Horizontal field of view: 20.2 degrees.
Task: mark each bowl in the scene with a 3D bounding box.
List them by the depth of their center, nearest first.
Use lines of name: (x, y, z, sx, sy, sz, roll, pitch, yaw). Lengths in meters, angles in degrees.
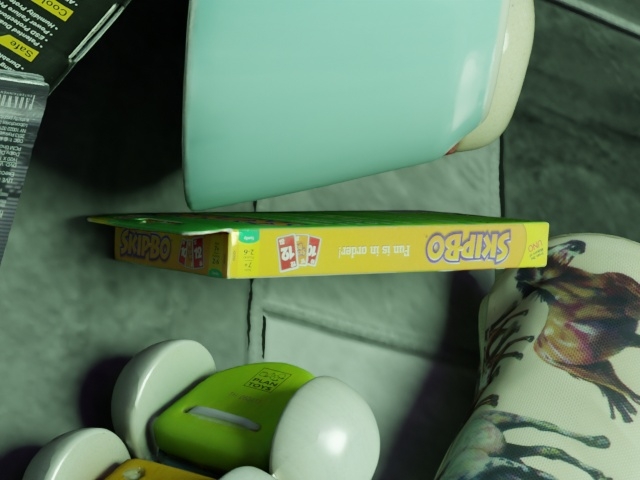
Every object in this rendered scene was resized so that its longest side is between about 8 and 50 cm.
bowl: (0.022, -0.162, 1.008, 0.163, 0.311, 0.311, 6, 63, 0)

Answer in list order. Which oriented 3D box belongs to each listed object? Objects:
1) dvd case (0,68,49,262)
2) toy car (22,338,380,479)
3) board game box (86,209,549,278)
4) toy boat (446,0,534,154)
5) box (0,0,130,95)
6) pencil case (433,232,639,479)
dvd case: (-0.235, 0.013, 0.869, 0.164, 0.221, 0.018, 5, 23, -34)
toy car: (-0.057, 0.147, 0.972, 0.182, 0.159, 0.136, -47, 134, -40)
board game box: (0.000, 0.000, 1.073, 0.259, 0.124, 0.039, 2, 93, -36)
toy boat: (0.053, -0.167, 1.198, 0.151, 0.151, 0.231, -7, 71, -6)
box: (-0.261, -0.168, 0.869, 0.322, 0.257, 0.079, 31, 41, -21)
pencil case: (0.121, 0.183, 1.055, 0.183, 0.160, 0.410, 21, 54, 7)
